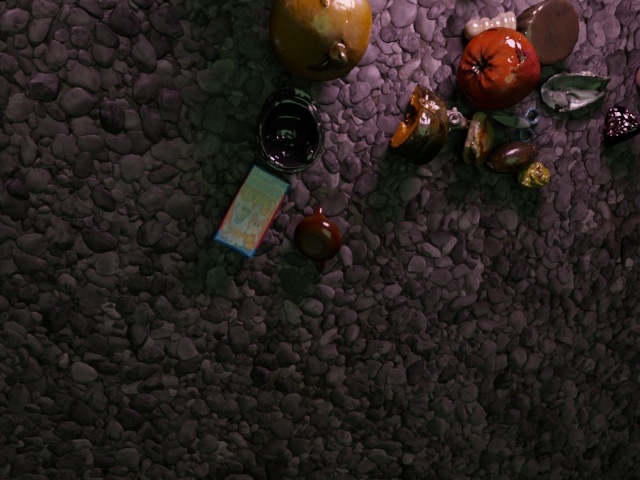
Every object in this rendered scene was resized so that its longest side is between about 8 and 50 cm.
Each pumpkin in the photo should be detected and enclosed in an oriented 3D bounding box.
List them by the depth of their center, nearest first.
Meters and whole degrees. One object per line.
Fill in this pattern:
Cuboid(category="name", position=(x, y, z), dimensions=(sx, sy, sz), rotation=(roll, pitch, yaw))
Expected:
Cuboid(category="pumpkin", position=(0.349, -0.399, 1.748), dimensions=(0.139, 0.281, 0.190), rotation=(25, 132, -16))

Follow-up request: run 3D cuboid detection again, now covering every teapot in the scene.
Cuboid(category="teapot", position=(0.000, 0.000, 1.806), dimensions=(0.178, 0.135, 0.252), rotation=(9, 126, 21))

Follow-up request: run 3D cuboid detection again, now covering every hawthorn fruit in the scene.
Cuboid(category="hawthorn fruit", position=(0.638, -0.575, 1.710), dimensions=(0.307, 0.276, 0.276), rotation=(11, 103, -39))

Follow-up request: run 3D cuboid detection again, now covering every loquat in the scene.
Cuboid(category="loquat", position=(0.006, -0.639, 1.513), dimensions=(0.328, 0.360, 0.329), rotation=(-13, 141, -10))

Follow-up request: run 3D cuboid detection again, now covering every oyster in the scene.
Cuboid(category="oyster", position=(0.959, -0.576, 1.845), dimensions=(0.252, 0.087, 0.199), rotation=(-36, 117, 8))

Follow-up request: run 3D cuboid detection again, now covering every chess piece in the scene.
Cuboid(category="chess piece", position=(0.592, -0.748, 1.734), dimensions=(0.170, 0.094, 0.094), rotation=(-9, 106, -5))

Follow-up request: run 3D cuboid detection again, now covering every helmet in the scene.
Cuboid(category="helmet", position=(-0.109, -0.360, 1.668), dimensions=(0.230, 0.160, 0.279), rotation=(-1, 90, -11))

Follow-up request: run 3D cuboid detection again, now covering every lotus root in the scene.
Cuboid(category="lotus root", position=(0.724, -0.315, 1.851), dimensions=(0.209, 0.120, 0.120), rotation=(-19, 107, -2))

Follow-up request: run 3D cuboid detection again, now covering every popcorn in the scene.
Cuboid(category="popcorn", position=(0.817, -0.253, 1.892), dimensions=(0.120, 0.116, 0.107), rotation=(8, 100, 23))

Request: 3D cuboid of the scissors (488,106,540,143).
Cuboid(category="scissors", position=(0.713, -0.438, 1.813), dimensions=(0.289, 0.041, 0.138), rotation=(1, 109, -37))

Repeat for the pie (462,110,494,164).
Cuboid(category="pie", position=(0.583, -0.366, 1.794), dimensions=(0.084, 0.205, 0.179), rotation=(22, 87, 28))

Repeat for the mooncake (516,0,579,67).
Cuboid(category="mooncake", position=(0.796, -0.736, 1.759), dimensions=(0.228, 0.124, 0.229), rotation=(-4, 107, -14))

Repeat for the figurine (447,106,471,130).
Cuboid(category="figurine", position=(0.490, -0.437, 1.764), dimensions=(0.098, 0.146, 0.081), rotation=(-9, 105, -9))

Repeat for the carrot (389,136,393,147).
Cuboid(category="carrot", position=(0.353, -0.364, 1.814), dimensions=(0.216, 0.048, 0.048), rotation=(-6, 105, -13))

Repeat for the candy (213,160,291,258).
Cuboid(category="candy", position=(-0.241, -0.108, 1.739), dimensions=(0.157, 0.100, 0.306), rotation=(28, 97, -15))

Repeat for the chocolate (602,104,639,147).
Cuboid(category="chocolate", position=(1.159, -0.458, 1.909), dimensions=(0.156, 0.156, 0.133), rotation=(-15, 79, -6))

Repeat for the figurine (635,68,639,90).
Cuboid(category="figurine", position=(1.270, -0.619, 1.872), dimensions=(0.138, 0.125, 0.125), rotation=(-15, 109, -53))
